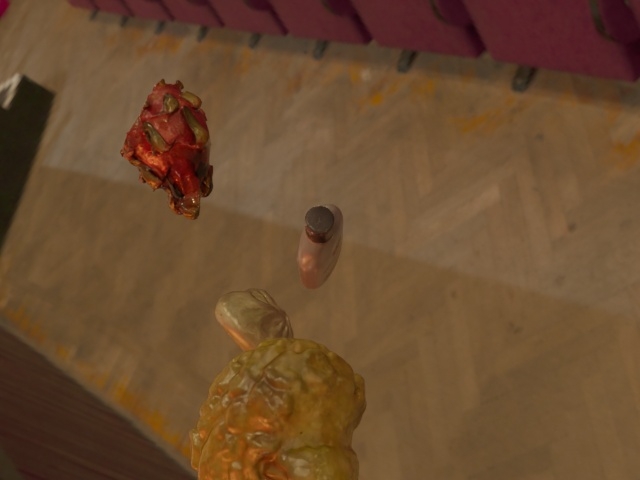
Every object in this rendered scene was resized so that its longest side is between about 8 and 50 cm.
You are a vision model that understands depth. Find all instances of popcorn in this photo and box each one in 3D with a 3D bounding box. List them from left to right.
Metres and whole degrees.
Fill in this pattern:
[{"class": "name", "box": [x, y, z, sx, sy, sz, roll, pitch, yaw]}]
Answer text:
[{"class": "popcorn", "box": [-0.040, 0.226, 1.081, 0.226, 0.200, 0.203, -27, 39, -9]}]

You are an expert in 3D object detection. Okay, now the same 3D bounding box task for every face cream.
[{"class": "face cream", "box": [0.000, 0.000, 1.809, 0.291, 0.071, 0.143, 88, -156, -73]}]

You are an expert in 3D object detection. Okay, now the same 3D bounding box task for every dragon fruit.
[{"class": "dragon fruit", "box": [-0.216, -0.129, 1.385, 0.150, 0.207, 0.133, -12, 7, 24]}]

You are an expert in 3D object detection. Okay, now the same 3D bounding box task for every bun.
[{"class": "bun", "box": [-0.142, 0.195, 2.193, 0.133, 0.231, 0.231, -42, 34, -3]}]
